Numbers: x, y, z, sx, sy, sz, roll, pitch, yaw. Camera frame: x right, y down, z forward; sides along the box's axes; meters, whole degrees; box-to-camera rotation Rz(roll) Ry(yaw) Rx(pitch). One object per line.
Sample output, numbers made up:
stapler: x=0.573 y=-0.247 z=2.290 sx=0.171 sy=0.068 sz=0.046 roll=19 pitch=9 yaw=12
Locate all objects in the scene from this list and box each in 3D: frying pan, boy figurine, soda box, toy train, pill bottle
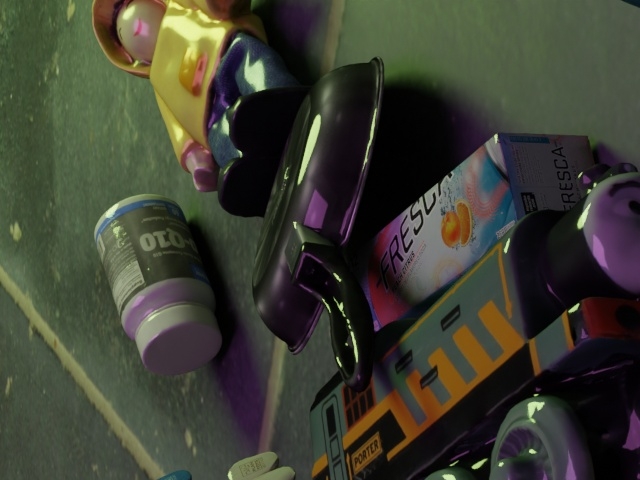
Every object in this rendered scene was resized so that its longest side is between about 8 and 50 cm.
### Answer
frying pan: x=-0.008 y=0.019 z=1.018 sx=0.326 sy=0.053 sz=0.197 roll=-81 pitch=10 yaw=-47
boy figurine: x=-0.085 y=-0.133 z=1.243 sx=0.285 sy=0.092 sz=0.177 roll=48 pitch=134 yaw=47
soda box: x=0.085 y=0.003 z=0.949 sx=0.183 sy=0.063 sz=0.058 roll=-42 pitch=54 yaw=55
toy train: x=0.097 y=0.101 z=0.845 sx=0.334 sy=0.142 sz=0.190 roll=128 pitch=139 yaw=-53
pill bottle: x=-0.128 y=0.036 z=1.337 sx=0.078 sy=0.078 sz=0.137 roll=-64 pitch=38 yaw=40

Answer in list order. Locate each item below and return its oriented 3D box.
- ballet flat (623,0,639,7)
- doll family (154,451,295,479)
ballet flat: x=0.249 y=-0.128 z=0.565 sx=0.182 sy=0.164 sz=0.483 roll=-63 pitch=32 yaw=7
doll family: x=0.003 y=0.235 z=1.040 sx=0.263 sy=0.118 sz=0.163 roll=37 pitch=151 yaw=57
